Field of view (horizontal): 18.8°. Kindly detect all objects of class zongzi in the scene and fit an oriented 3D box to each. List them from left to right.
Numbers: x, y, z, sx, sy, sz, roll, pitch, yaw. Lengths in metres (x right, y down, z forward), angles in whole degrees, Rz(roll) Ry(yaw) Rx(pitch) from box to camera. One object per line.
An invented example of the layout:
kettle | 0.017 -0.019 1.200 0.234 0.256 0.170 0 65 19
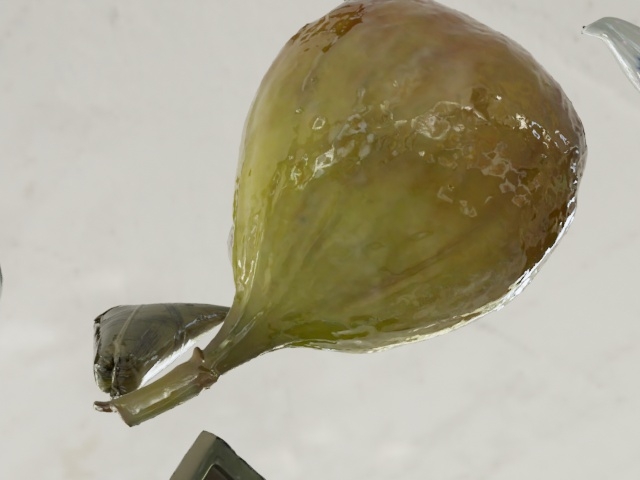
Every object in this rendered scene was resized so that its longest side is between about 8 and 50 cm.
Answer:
zongzi | -0.085 0.059 1.075 0.083 0.076 0.040 -5 -69 -4

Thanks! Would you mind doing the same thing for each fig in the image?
fig | 0.000 0.000 0.861 0.257 0.159 0.159 -40 -26 -25

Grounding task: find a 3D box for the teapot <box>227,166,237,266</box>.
teapot | 0.021 -0.027 1.806 0.208 0.166 0.300 -13 -3 -27

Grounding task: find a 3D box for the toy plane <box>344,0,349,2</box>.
toy plane | -0.026 -0.287 1.760 0.088 0.262 0.192 -9 -38 -18

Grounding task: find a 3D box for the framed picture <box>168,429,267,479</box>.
framed picture | -0.040 0.288 1.067 0.022 0.247 0.335 15 -24 41

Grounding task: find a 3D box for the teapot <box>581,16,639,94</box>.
teapot | 0.494 -0.226 2.052 0.424 0.280 0.252 -12 -4 13

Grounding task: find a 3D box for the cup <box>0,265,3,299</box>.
cup | -0.352 0.025 1.209 0.301 0.227 0.257 -15 -46 29
